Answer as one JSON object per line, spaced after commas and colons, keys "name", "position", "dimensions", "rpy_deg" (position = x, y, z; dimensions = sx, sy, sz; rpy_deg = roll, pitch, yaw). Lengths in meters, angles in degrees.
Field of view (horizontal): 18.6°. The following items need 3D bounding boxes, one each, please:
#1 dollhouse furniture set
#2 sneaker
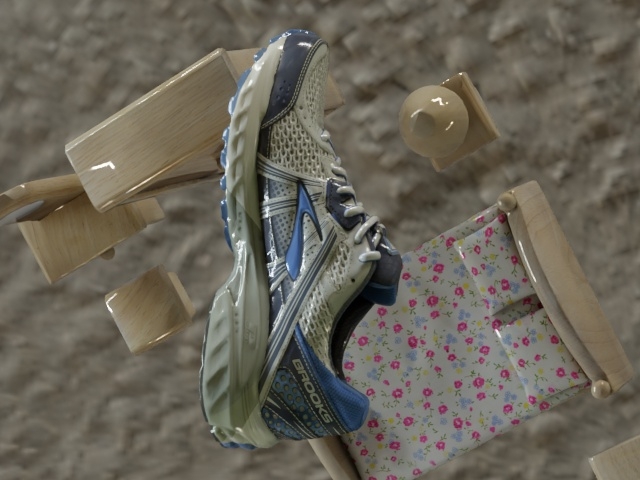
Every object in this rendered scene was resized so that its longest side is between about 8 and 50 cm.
{"name": "dollhouse furniture set", "position": [-0.005, 0.071, 1.179], "dimensions": [0.303, 0.174, 0.356], "rpy_deg": [-29, 86, 22]}
{"name": "sneaker", "position": [0.000, 0.000, 0.621], "dimensions": [0.058, 0.052, 0.135], "rpy_deg": [2, 81, 14]}
